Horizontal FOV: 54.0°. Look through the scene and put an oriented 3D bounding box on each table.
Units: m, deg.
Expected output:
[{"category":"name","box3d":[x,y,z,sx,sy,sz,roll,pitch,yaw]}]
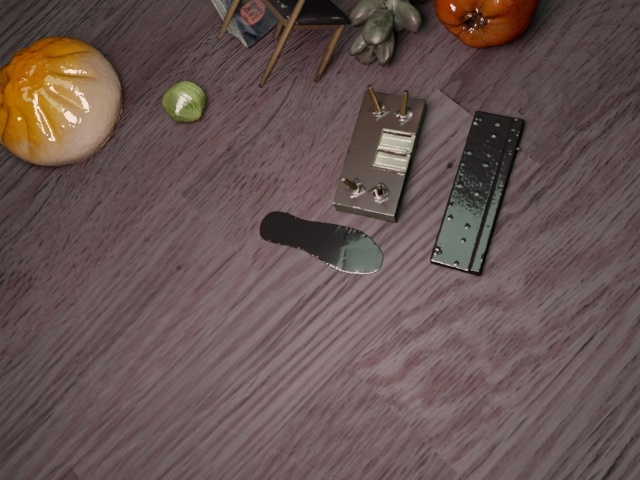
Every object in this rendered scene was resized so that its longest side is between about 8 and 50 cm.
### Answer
[{"category":"table","box3d":[0.107,-0.171,1.160,0.122,0.111,0.240,12,76,16]}]

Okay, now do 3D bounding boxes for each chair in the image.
[{"category":"chair","box3d":[-0.051,-0.451,1.190,0.166,0.272,0.188,-19,62,-40]}]

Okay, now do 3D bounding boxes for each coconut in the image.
[{"category":"coconut","box3d":[-0.283,-0.285,1.306,0.088,0.088,0.096,5,45,15]}]

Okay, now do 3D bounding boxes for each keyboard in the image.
[{"category":"keyboard","box3d":[0.288,-0.091,1.139,0.101,0.018,0.309,15,77,19]}]

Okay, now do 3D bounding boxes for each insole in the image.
[{"category":"insole","box3d":[0.000,0.000,1.188,0.253,0.005,0.086,19,77,18]}]

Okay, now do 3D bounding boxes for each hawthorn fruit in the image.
[{"category":"hawthorn fruit","box3d":[0.324,-0.475,1.173,0.196,0.196,0.225,24,64,19]}]

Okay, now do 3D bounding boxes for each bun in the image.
[{"category":"bun","box3d":[-0.585,-0.307,1.343,0.299,0.165,0.299,-5,71,14]}]

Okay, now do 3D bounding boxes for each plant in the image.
[{"category":"plant","box3d":[0.143,-0.476,1.232,0.149,0.146,0.274,22,88,10]}]

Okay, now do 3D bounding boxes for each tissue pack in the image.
[{"category":"tissue pack","box3d":[-0.096,-0.577,1.275,0.316,0.228,0.103,-45,68,-3]}]
